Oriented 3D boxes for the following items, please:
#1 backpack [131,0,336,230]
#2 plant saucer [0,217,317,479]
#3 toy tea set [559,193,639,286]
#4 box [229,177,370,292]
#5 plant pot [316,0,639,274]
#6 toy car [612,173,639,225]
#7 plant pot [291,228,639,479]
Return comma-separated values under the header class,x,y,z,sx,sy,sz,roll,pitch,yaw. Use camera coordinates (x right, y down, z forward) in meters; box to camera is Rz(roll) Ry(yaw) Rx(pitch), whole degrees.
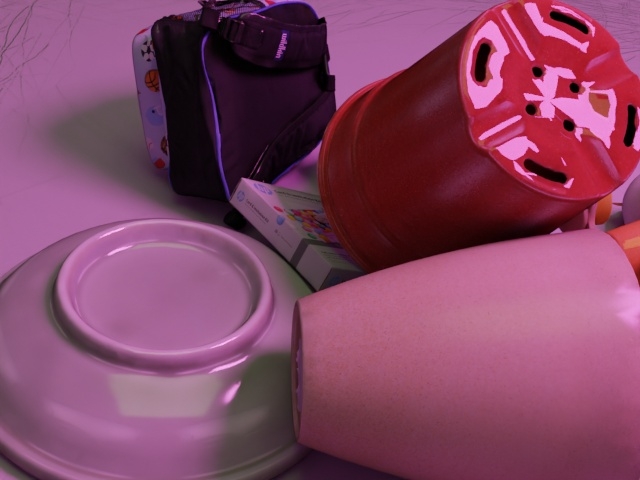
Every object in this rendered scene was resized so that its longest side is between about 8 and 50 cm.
class,x,y,z,sx,sy,sz,roll,pitch,yaw
backpack,-0.100,-0.193,1.230,0.213,0.276,0.263,19,32,34
plant saucer,-0.160,0.078,0.965,0.400,0.100,0.400,5,37,-4
toy tea set,0.360,0.051,1.024,0.124,0.200,0.336,-10,37,-11
box,0.000,0.000,1.106,0.145,0.038,0.186,11,25,-47
plant pot,0.169,-0.096,0.967,0.272,0.265,0.272,6,73,-20
toy car,0.483,-0.038,1.219,0.210,0.219,0.238,1,9,-11
plant pot,0.114,0.116,0.852,0.274,0.256,0.256,0,38,-7
